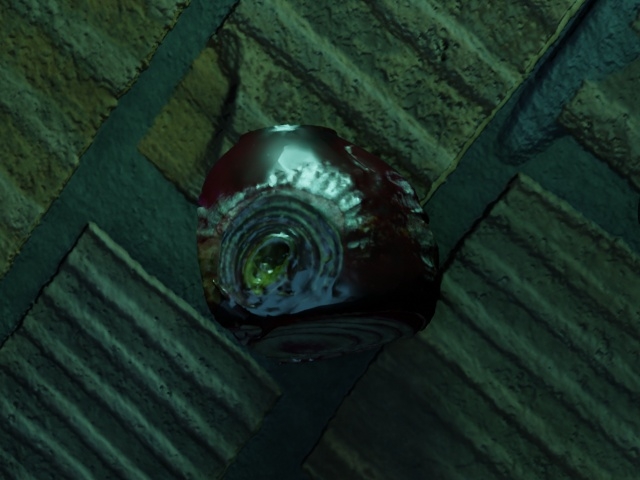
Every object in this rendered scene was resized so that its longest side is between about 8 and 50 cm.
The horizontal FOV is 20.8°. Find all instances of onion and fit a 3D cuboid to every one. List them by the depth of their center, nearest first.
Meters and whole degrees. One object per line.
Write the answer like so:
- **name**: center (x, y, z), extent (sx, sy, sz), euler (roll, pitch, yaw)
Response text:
- **onion**: center (0.005, -0.002, 1.652), extent (0.207, 0.216, 0.206), euler (-11, 76, 10)

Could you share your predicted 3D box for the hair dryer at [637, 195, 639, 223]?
- **hair dryer**: center (0.413, -0.104, 1.558), extent (0.196, 0.078, 0.248), euler (17, 93, 23)
